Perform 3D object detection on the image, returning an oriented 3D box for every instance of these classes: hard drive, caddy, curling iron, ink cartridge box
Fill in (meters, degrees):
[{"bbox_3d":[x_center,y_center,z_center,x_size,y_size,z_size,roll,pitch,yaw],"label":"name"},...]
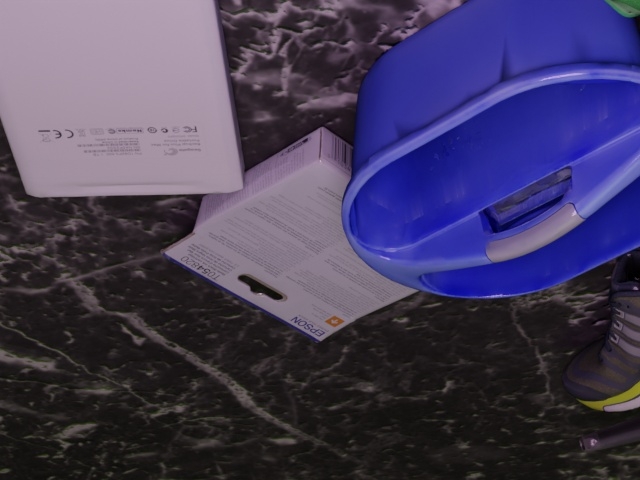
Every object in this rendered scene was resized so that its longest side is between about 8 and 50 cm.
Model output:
[{"bbox_3d":[-0.179,-0.144,1.419,0.203,0.040,0.307,-1,144,3],"label":"hard drive"},{"bbox_3d":[0.174,-0.068,1.396,0.341,0.179,0.241,-29,136,35],"label":"caddy"},{"bbox_3d":[0.391,0.166,1.740,0.274,0.068,0.035,-22,147,-13],"label":"curling iron"},{"bbox_3d":[0.000,0.000,1.611,0.224,0.045,0.223,-28,135,36],"label":"ink cartridge box"}]

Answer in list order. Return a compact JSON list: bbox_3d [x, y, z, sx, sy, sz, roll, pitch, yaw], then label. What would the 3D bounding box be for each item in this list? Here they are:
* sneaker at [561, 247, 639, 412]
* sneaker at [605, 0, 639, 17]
[{"bbox_3d":[0.326,0.069,1.670,0.121,0.111,0.300,33,137,-10],"label":"sneaker"},{"bbox_3d":[0.278,-0.226,1.258,0.295,0.109,0.123,10,167,-15],"label":"sneaker"}]
